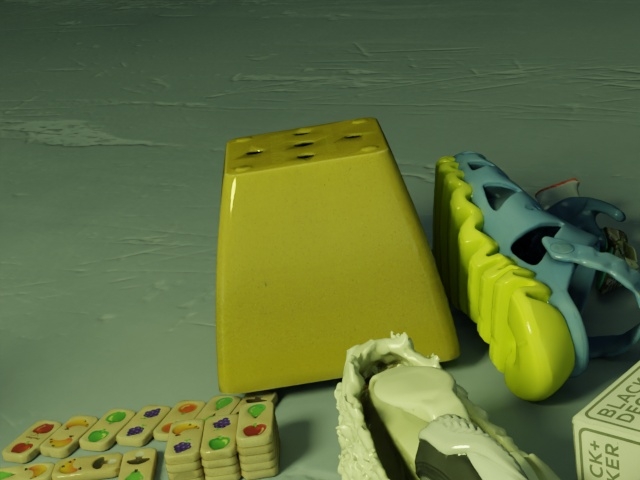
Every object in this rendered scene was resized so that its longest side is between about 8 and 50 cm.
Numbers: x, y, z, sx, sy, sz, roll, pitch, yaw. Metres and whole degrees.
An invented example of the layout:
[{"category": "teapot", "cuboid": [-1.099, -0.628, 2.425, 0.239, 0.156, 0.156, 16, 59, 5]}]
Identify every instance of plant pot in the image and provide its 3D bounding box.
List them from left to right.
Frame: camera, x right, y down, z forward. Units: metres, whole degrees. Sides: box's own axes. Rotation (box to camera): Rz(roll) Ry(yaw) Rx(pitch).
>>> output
[{"category": "plant pot", "cuboid": [0.000, 0.000, 1.272, 0.212, 0.187, 0.212, -8, 18, 0]}]

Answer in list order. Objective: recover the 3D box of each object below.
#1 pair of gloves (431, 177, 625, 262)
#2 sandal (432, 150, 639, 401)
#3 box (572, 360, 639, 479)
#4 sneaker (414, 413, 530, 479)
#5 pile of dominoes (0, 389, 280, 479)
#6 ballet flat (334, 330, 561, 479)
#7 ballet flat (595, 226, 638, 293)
[{"category": "pair of gloves", "cuboid": [0.203, -0.001, 1.386, 0.198, 0.023, 0.159, -20, 25, 11]}, {"category": "sandal", "cuboid": [0.189, 0.022, 1.248, 0.138, 0.126, 0.317, -11, 38, -11]}, {"category": "box", "cuboid": [0.333, 0.151, 0.928, 0.290, 0.087, 0.169, 12, 30, 42]}, {"category": "sneaker", "cuboid": [0.081, 0.225, 0.725, 0.153, 0.101, 0.268, -29, 59, -1]}, {"category": "pile of dominoes", "cuboid": [-0.159, 0.172, 1.141, 0.251, 0.040, 0.196, -8, 23, 4]}, {"category": "ballet flat", "cuboid": [0.097, 0.177, 0.908, 0.147, 0.147, 0.409, -16, 24, -15]}, {"category": "ballet flat", "cuboid": [0.284, 0.020, 1.333, 0.041, 0.041, 0.114, -5, 24, 12]}]
